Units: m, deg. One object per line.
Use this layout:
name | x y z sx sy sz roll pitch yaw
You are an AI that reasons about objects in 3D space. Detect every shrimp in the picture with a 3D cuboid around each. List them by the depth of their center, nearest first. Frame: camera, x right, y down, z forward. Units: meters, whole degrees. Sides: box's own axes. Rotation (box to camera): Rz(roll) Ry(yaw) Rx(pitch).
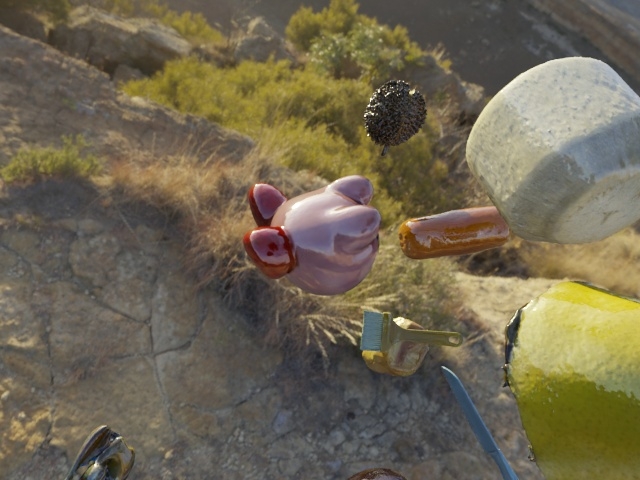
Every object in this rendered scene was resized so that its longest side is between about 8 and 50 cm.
shrimp | -0.492 0.504 0.946 0.221 0.445 0.110 30 -19 46

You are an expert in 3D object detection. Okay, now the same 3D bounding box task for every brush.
brush | 0.186 0.192 1.149 0.205 0.011 0.083 5 71 5

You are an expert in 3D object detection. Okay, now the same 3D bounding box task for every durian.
durian | 0.154 -0.268 1.283 0.148 0.188 0.091 30 45 21

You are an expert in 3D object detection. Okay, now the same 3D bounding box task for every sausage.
sausage | 0.286 -0.015 1.189 0.239 0.098 0.098 -8 40 4

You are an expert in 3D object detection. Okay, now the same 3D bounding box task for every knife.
knife | 0.297 0.361 0.994 0.019 0.044 0.312 -19 72 -29

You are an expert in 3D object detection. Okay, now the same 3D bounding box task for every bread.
bread | 0.223 0.326 1.701 0.132 0.294 0.166 36 77 3

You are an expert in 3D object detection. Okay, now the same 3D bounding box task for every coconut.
coconut | 0.338 -0.132 0.805 0.238 0.237 0.265 7 43 -36

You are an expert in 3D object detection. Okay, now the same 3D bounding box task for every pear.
pear | 0.348 0.160 0.599 0.267 0.178 0.266 9 71 -28

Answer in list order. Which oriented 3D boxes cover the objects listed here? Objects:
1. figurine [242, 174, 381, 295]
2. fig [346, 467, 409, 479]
figurine | -0.007 0.006 1.141 0.262 0.211 0.269 -9 32 0
fig | 0.029 0.439 0.793 0.274 0.145 0.170 -15 70 -27
